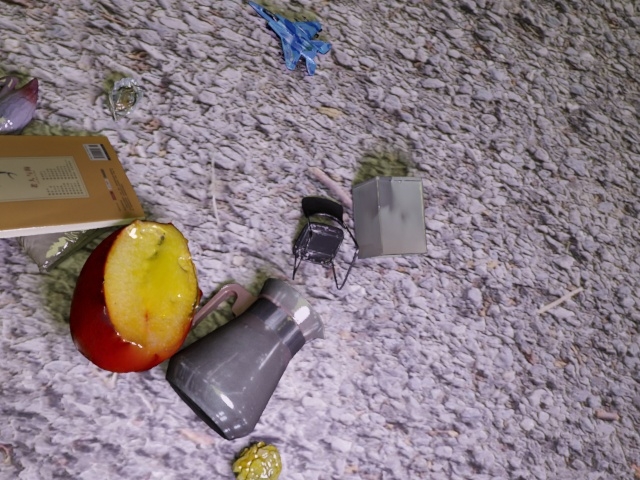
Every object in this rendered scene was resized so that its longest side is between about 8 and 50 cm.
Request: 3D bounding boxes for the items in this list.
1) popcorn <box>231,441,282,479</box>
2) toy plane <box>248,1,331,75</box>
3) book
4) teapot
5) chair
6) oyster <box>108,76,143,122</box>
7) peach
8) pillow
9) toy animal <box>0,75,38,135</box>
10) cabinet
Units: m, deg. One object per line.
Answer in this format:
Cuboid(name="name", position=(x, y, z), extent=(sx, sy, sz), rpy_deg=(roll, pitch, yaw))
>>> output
Cuboid(name="popcorn", position=(-0.150, 0.556, 1.477), extent=(0.121, 0.116, 0.106), rpy_deg=(-62, 148, -11))
Cuboid(name="toy plane", position=(-0.093, -0.562, 1.628), extent=(0.246, 0.078, 0.169), rpy_deg=(32, 75, -7))
Cuboid(name="book", position=(-0.602, -0.128, 1.293), extent=(0.388, 0.032, 0.269), rpy_deg=(-8, 58, -42))
Cuboid(name="teapot", position=(-0.190, 0.263, 1.437), extent=(0.300, 0.253, 0.344), rpy_deg=(36, 63, 20))
Cuboid(name="chair", position=(0.000, 0.000, 1.588), extent=(0.140, 0.221, 0.145), rpy_deg=(14, 122, -18))
Cuboid(name="oyster", position=(-0.488, -0.353, 1.492), extent=(0.100, 0.037, 0.098), rpy_deg=(-33, 115, -40))
Cuboid(name="peach", position=(-0.403, 0.117, 1.338), extent=(0.280, 0.281, 0.339), rpy_deg=(25, 92, -15))
Cuboid(name="pillow", position=(-0.604, -0.025, 1.388), extent=(0.181, 0.078, 0.134), rpy_deg=(-41, 95, -16))
Cuboid(name="toy animal", position=(-0.734, -0.265, 1.360), extent=(0.195, 0.090, 0.325), rpy_deg=(-9, 78, -14))
Cuboid(name="cabinet", position=(0.185, -0.058, 1.630), extent=(0.144, 0.150, 0.206), rpy_deg=(-2, 85, -25))
